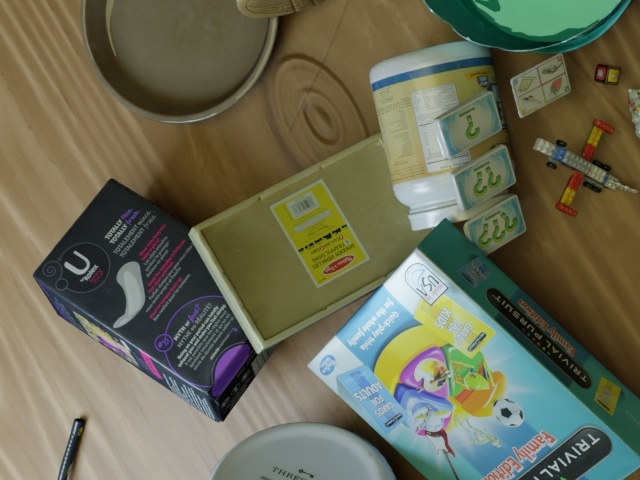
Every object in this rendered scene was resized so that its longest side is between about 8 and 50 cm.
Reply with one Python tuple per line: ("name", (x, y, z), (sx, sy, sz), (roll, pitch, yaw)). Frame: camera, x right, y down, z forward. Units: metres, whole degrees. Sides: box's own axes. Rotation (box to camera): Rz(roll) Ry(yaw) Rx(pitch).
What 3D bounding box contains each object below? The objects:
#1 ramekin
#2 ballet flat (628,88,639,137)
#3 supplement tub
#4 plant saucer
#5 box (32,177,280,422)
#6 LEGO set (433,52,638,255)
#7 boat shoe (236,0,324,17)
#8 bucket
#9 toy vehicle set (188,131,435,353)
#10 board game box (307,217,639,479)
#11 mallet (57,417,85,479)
("ramekin", (-0.022, 0.334, 1.649), (0.273, 0.273, 0.127), (10, 135, 19))
("ballet flat", (0.438, -0.203, 1.547), (0.241, 0.091, 0.077), (-38, 59, 15))
("supplement tub", (0.145, -0.121, 1.624), (0.144, 0.144, 0.199), (-12, 91, 21))
("plant saucer", (-0.177, -0.287, 1.783), (0.278, 0.041, 0.277), (2, 95, 21))
("box", (-0.192, 0.076, 1.736), (0.270, 0.143, 0.165), (33, 73, 15))
("LEGO set", (0.255, -0.102, 1.559), (0.060, 0.244, 0.182), (25, 138, 56))
("boat shoe", (0.014, -0.364, 1.679), (0.277, 0.098, 0.096), (-27, 72, 6))
("bucket", (0.238, -0.338, 1.551), (0.281, 0.183, 0.281), (2, 95, 21))
("toy vehicle set", (0.000, 0.000, 1.664), (0.267, 0.035, 0.166), (-27, 83, -17))
("board game box", (0.182, 0.175, 1.596), (0.336, 0.079, 0.254), (43, 133, 4))
("mallet", (-0.356, 0.334, 1.891), (0.039, 0.062, 0.189), (17, 100, 17))
